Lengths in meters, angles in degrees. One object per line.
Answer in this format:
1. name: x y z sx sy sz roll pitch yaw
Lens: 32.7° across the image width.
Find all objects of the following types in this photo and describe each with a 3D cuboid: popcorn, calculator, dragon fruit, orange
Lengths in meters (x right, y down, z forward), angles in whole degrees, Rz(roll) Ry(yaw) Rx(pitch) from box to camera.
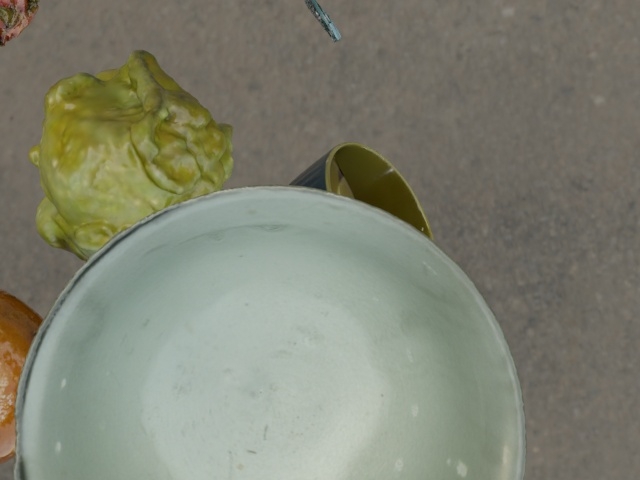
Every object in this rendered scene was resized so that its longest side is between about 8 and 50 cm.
1. popcorn: -0.259 -0.107 1.557 0.312 0.312 0.312 0 128 0
2. calculator: -0.014 -0.401 1.849 0.018 0.172 0.057 -32 147 0
3. dragon fruit: -0.567 -0.386 1.872 0.147 0.096 0.102 -9 146 35
4. orange: -0.409 0.154 1.247 0.224 0.170 0.224 -5 102 -22

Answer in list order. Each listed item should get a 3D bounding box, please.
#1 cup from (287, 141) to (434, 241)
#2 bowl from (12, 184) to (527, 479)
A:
1. cup: 0.000 0.000 0.917 0.155 0.176 0.131 -31 111 31
2. bowl: -0.033 0.113 0.721 0.313 0.146 0.313 0 98 -3
